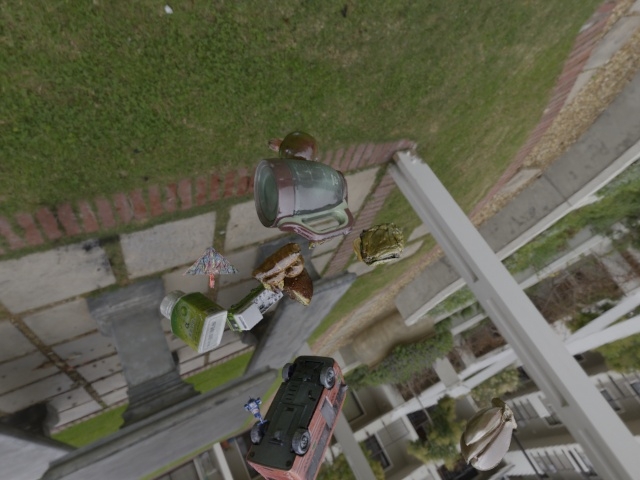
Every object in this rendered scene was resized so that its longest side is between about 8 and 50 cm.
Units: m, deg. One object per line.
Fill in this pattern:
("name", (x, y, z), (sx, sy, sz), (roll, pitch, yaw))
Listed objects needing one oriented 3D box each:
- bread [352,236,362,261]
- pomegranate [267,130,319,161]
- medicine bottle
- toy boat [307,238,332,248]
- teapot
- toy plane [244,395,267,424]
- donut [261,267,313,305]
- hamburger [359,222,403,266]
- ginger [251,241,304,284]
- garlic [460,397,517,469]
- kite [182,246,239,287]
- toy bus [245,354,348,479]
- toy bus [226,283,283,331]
("bread", (0.238, 0.048, 2.089), (0.122, 0.149, 0.073), (-23, 143, -7))
("pomegranate", (-0.111, -0.362, 1.623), (0.180, 0.210, 0.179), (25, 90, -88))
("medicine bottle", (-0.377, 0.226, 1.189), (0.088, 0.189, 0.131), (-13, 124, -57))
("toy boat", (0.000, 0.000, 2.073), (0.149, 0.048, 0.047), (-27, 159, 0))
("teapot", (-0.036, -0.136, 1.385), (0.313, 0.314, 0.233), (-7, 153, -26))
("toy plane", (-0.199, 0.533, 1.252), (0.054, 0.062, 0.167), (-23, 143, -14))
("donut", (-0.130, 0.144, 1.621), (0.151, 0.295, 0.112), (-57, 132, -17))
("hamburger", (0.278, 0.023, 1.809), (0.206, 0.183, 0.130), (-16, 151, 20))
("ginger", (-0.120, 0.077, 1.194), (0.162, 0.073, 0.103), (-31, 132, -4))
("garlic", (0.732, 0.867, 1.777), (0.325, 0.278, 0.132), (-36, -161, -17))
("kite", (-0.446, 0.110, 1.635), (0.233, 0.009, 0.188), (1, 113, -6))
("toy bus", (-0.060, 0.631, 1.431), (0.203, 0.232, 0.426), (-5, -145, 31))
("toy bus", (-0.309, 0.305, 1.928), (0.139, 0.113, 0.302), (-7, -156, 43))
